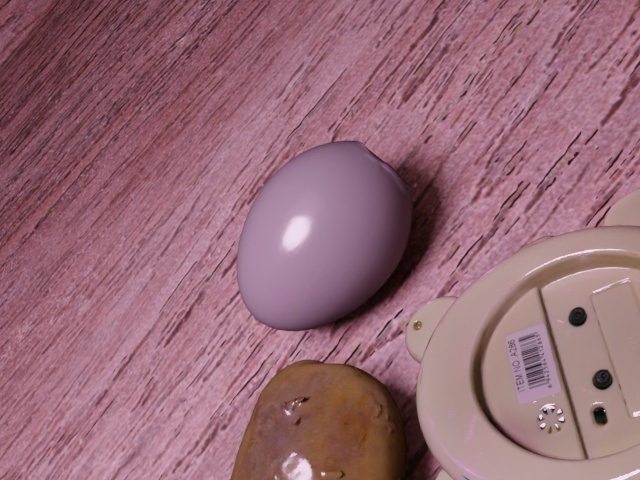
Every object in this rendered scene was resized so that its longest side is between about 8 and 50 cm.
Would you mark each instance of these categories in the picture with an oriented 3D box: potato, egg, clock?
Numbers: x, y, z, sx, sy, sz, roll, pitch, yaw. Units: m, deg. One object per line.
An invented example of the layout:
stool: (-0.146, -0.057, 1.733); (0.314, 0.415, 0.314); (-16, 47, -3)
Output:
potato: (-0.009, 0.252, 0.740); (0.191, 0.141, 0.296); (-17, 55, 34)
egg: (0.000, 0.000, 0.872); (0.232, 0.176, 0.176); (-56, 43, 2)
clock: (0.229, 0.117, 0.657); (0.309, 0.114, 0.284); (-26, 50, 27)
